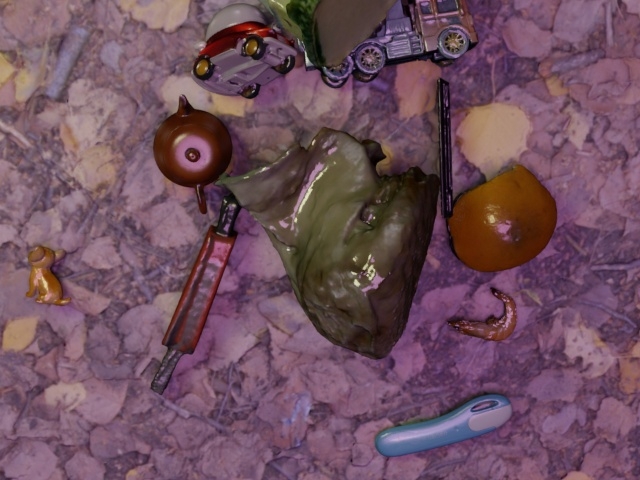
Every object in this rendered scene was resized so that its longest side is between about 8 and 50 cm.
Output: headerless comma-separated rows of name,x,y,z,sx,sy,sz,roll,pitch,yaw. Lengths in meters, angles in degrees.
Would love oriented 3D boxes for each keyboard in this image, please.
keyboard,0.177,-0.130,1.496,0.010,0.064,0.198,-1,91,18

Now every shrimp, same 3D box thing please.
shrimp,0.247,0.111,1.605,0.114,0.023,0.083,7,100,-14

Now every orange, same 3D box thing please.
orange,0.269,-0.022,1.534,0.160,0.112,0.170,16,113,-11

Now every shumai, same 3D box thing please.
shumai,0.000,0.000,1.456,0.289,0.330,0.292,15,65,9

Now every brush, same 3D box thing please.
brush,-0.176,0.082,1.528,0.051,0.070,0.323,22,104,-10

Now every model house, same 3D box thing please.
model house,-0.006,-0.364,1.327,0.189,0.195,0.214,40,86,23

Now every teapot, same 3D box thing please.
teapot,-0.175,-0.119,1.454,0.116,0.116,0.173,-9,106,-4

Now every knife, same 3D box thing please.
knife,0.192,0.289,1.640,0.222,0.031,0.064,-17,109,2

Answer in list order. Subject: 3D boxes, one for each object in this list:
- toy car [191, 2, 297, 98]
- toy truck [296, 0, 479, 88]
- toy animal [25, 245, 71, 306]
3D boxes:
toy car,-0.104,-0.267,1.423,0.139,0.112,0.112,-22,67,33
toy truck,0.078,-0.295,1.443,0.257,0.108,0.140,-11,92,-1
toy animal,-0.386,0.047,1.500,0.081,0.060,0.083,22,105,29
